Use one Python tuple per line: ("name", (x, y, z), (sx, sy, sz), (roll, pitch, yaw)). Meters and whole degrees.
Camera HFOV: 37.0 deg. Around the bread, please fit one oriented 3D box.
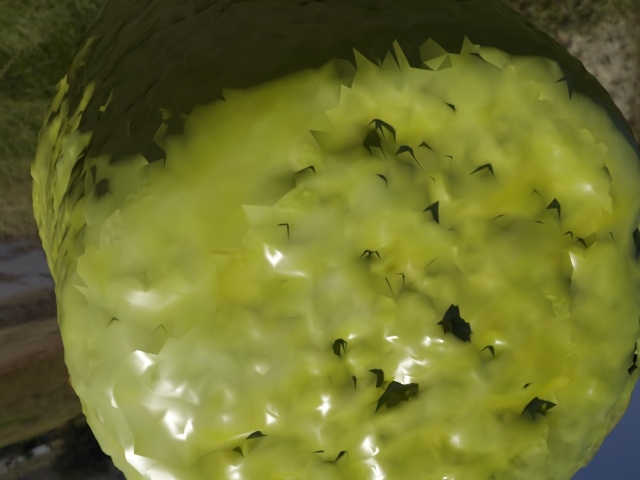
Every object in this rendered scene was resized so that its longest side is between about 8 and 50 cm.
("bread", (0.000, 0.000, 0.563), (0.348, 0.348, 0.308), (-20, -155, -2))
